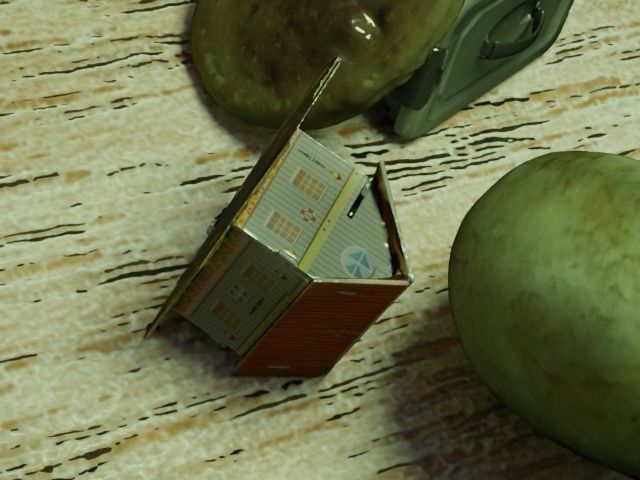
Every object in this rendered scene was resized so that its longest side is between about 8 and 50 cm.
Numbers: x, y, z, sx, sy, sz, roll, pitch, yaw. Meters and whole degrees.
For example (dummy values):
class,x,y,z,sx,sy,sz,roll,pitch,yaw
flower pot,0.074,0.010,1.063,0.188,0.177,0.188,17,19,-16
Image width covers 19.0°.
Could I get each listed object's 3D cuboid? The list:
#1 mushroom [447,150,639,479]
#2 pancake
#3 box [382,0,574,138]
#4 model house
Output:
class,x,y,z,sx,sy,sz,roll,pitch,yaw
mushroom,0.258,0.044,1.351,0.352,0.352,0.260,21,88,-10
pancake,-0.003,-0.199,1.471,0.050,0.242,0.242,32,35,-56
box,0.122,-0.200,1.565,0.130,0.162,0.227,41,50,19
model house,0.000,0.000,1.335,0.136,0.219,0.207,36,51,-5
